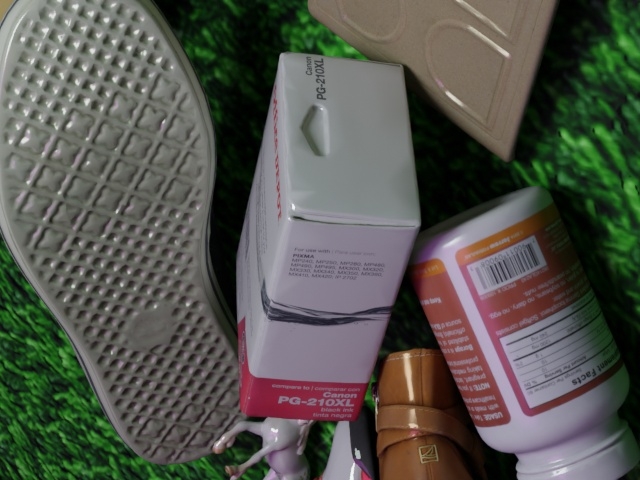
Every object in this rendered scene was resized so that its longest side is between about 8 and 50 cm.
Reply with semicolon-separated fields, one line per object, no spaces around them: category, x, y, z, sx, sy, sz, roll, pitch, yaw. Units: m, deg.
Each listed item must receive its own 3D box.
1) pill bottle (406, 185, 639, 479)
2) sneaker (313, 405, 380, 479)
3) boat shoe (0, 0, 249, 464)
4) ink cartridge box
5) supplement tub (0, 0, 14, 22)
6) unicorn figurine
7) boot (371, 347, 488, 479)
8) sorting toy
pill bottle;0.153;0.079;1.224;0.121;0.121;0.216;-19;96;47
sneaker;-0.016;0.277;1.451;0.145;0.090;0.270;0;104;8
boat shoe;-0.169;-0.021;1.390;0.156;0.186;0.500;-117;10;-47
ink cartridge box;0.000;0.000;1.263;0.237;0.100;0.172;105;166;-47
supplement tub;-0.287;-0.195;1.426;0.241;0.241;0.331;40;133;23
unicorn figurine;-0.036;0.190;1.493;0.060;0.111;0.162;54;160;32
boot;0.083;0.199;1.337;0.109;0.283;0.220;-9;81;5
sorting toy;0.049;-0.217;1.212;0.307;0.041;0.229;40;149;23
